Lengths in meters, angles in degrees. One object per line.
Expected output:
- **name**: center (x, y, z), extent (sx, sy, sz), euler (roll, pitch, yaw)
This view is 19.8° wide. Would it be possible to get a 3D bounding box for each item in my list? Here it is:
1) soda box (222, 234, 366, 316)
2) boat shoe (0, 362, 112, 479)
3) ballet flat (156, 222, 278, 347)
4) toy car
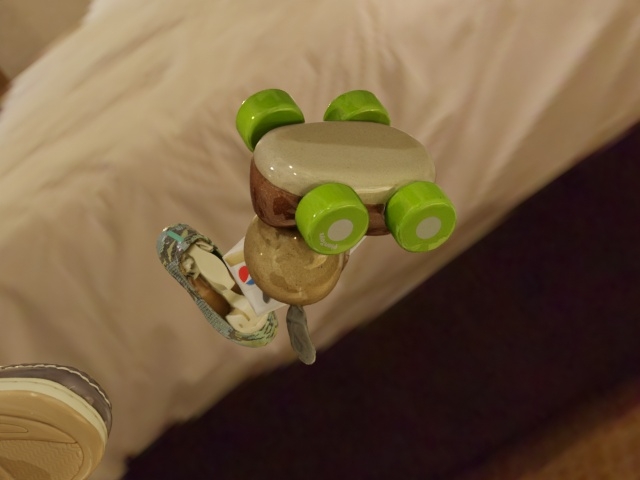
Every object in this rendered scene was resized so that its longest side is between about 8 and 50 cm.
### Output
- **soda box**: center (-0.008, -0.009, 1.772), extent (0.074, 0.069, 0.216), euler (-24, 12, 31)
- **boat shoe**: center (-0.223, 0.111, 1.087), extent (0.285, 0.103, 0.092), euler (-23, 31, 41)
- **ballet flat**: center (-0.102, 0.056, 1.967), extent (0.070, 0.188, 0.070), euler (-33, 32, 24)
- **toy car**: center (0.000, 0.000, 1.437), extent (0.155, 0.149, 0.188), euler (59, 141, 45)
